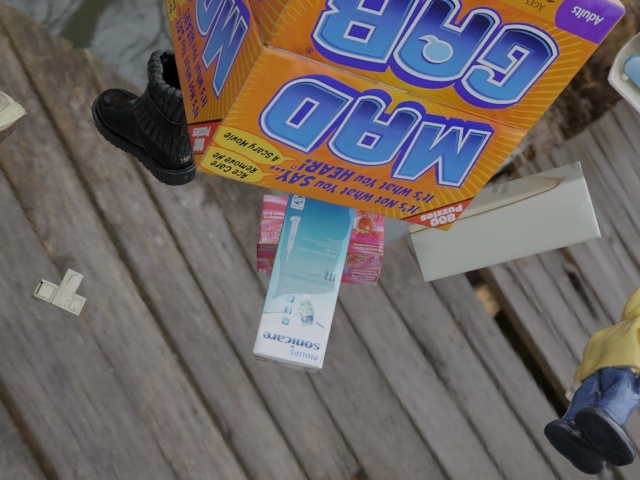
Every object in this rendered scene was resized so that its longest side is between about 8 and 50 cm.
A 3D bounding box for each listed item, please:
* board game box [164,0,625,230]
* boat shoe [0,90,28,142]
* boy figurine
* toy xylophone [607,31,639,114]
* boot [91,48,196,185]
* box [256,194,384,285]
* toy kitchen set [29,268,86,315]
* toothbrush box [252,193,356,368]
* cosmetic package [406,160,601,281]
[{"bbox_3d":[0.057,-0.286,1.096,0.356,0.356,0.356,12,41,-29],"label":"board game box"},{"bbox_3d":[-0.639,-0.188,1.588,0.110,0.121,0.341,48,21,-13],"label":"boat shoe"},{"bbox_3d":[0.374,0.155,1.119,0.092,0.177,0.285,47,50,0],"label":"boy figurine"},{"bbox_3d":[0.637,-0.310,1.449,0.236,0.323,0.081,32,43,-12],"label":"toy xylophone"},{"bbox_3d":[-0.375,-0.309,1.986,0.348,0.260,0.131,37,49,27],"label":"boot"},{"bbox_3d":[0.000,0.000,1.878,0.256,0.123,0.128,6,55,-2],"label":"box"},{"bbox_3d":[-0.461,0.087,1.622,0.083,0.075,0.068,28,74,-20],"label":"toy kitchen set"},{"bbox_3d":[-0.030,0.081,1.638,0.126,0.216,0.296,14,78,-1],"label":"toothbrush box"},{"bbox_3d":[0.321,-0.033,1.604,0.160,0.309,0.113,-52,124,-71],"label":"cosmetic package"}]
